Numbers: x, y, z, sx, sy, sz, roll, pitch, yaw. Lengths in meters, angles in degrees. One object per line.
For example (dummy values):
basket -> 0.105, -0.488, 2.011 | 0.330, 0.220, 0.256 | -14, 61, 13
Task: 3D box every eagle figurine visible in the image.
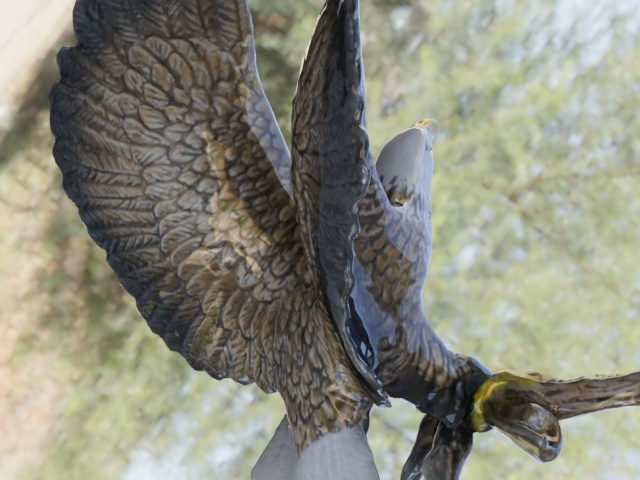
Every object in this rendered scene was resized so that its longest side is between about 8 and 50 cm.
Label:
eagle figurine -> 0.001, -0.007, 0.757 | 0.226, 0.298, 0.225 | -33, -152, 15
